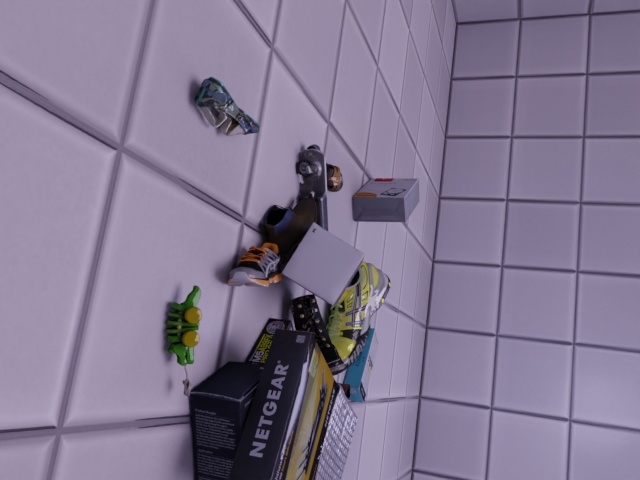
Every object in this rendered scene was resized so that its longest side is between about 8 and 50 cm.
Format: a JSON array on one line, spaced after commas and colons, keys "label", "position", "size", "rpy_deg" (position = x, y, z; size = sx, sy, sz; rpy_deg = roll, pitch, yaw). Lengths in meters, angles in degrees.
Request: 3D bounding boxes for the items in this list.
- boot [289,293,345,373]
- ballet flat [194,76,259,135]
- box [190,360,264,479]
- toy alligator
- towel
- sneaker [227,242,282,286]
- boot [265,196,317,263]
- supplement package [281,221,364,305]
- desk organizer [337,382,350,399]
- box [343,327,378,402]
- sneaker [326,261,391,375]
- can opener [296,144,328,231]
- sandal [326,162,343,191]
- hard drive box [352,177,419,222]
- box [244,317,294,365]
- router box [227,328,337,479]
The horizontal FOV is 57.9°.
[{"label": "boot", "position": [-0.017, 0.225, 1.387], "size": [0.236, 0.085, 0.178], "rpy_deg": [172, -98, -79]}, {"label": "ballet flat", "position": [-0.176, -0.231, 1.073], "size": [0.188, 0.070, 0.070], "rpy_deg": [40, 56, -63]}, {"label": "box", "position": [-0.163, 0.360, 1.120], "size": [0.153, 0.108, 0.207], "rpy_deg": [-26, 117, -68]}, {"label": "toy alligator", "position": [-0.237, 0.169, 0.979], "size": [0.051, 0.056, 0.189], "rpy_deg": [8, 87, -28]}, {"label": "towel", "position": [-0.022, 0.483, 1.342], "size": [0.235, 0.121, 0.283], "rpy_deg": [68, 35, -53]}, {"label": "sneaker", "position": [-0.134, 0.051, 1.195], "size": [0.215, 0.084, 0.083], "rpy_deg": [-18, 112, -80]}, {"label": "boot", "position": [-0.065, -0.055, 1.353], "size": [0.106, 0.082, 0.219], "rpy_deg": [78, 27, -42]}, {"label": "supplement package", "position": [0.010, 0.062, 1.348], "size": [0.134, 0.139, 0.244], "rpy_deg": [-58, 174, -4]}, {"label": "desk organizer", "position": [0.050, 0.494, 1.797], "size": [0.130, 0.050, 0.047], "rpy_deg": [-38, 128, -64]}, {"label": "box", "position": [0.144, 0.432, 2.026], "size": [0.100, 0.060, 0.244], "rpy_deg": [72, 29, -44]}, {"label": "sneaker", "position": [0.072, 0.227, 1.746], "size": [0.147, 0.145, 0.384], "rpy_deg": [40, 56, -20]}, {"label": "can opener", "position": [-0.009, -0.104, 1.502], "size": [0.095, 0.076, 0.283], "rpy_deg": [-44, 135, -60]}, {"label": "sandal", "position": [0.034, -0.171, 1.628], "size": [0.219, 0.060, 0.090], "rpy_deg": [4, 90, -70]}, {"label": "hard drive box", "position": [0.228, -0.141, 1.985], "size": [0.232, 0.181, 0.089], "rpy_deg": [-47, 135, -61]}, {"label": "box", "position": [-0.106, 0.351, 1.344], "size": [0.216, 0.060, 0.270], "rpy_deg": [-61, 148, -48]}, {"label": "router box", "position": [-0.060, 0.366, 1.127], "size": [0.243, 0.081, 0.308], "rpy_deg": [69, 30, -50]}]
